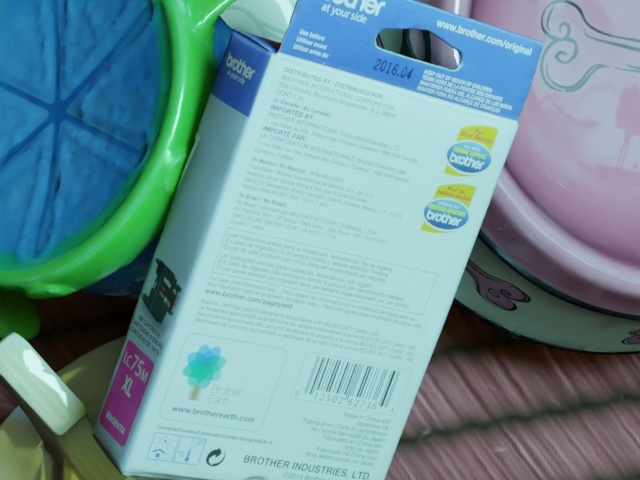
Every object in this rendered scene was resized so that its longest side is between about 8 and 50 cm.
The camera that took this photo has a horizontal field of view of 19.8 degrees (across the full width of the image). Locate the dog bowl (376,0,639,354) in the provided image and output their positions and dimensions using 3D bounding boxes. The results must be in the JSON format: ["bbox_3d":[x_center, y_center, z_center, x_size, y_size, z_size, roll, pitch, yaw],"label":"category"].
[{"bbox_3d":[0.223,-0.124,1.252,0.408,0.150,0.408,1,87,-14],"label":"dog bowl"}]

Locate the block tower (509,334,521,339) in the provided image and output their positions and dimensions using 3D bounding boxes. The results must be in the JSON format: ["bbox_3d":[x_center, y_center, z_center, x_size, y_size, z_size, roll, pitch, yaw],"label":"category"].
[{"bbox_3d":[0.208,-0.090,1.388,0.091,0.097,0.335,7,82,-15],"label":"block tower"}]

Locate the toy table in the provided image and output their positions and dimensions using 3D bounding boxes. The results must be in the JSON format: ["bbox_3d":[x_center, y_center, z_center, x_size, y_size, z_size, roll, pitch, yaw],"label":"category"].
[{"bbox_3d":[-0.132,0.163,1.220,0.252,0.161,0.274,37,75,-8],"label":"toy table"}]

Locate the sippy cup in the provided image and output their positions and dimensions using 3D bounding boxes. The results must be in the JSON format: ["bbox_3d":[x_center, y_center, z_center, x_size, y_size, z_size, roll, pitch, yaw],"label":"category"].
[{"bbox_3d":[-0.110,-0.057,1.207,0.224,0.305,0.240,22,68,-51],"label":"sippy cup"}]

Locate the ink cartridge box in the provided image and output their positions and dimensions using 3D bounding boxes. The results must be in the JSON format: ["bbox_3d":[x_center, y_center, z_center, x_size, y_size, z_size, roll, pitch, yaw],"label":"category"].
[{"bbox_3d":[0.000,0.000,1.089,0.186,0.065,0.311,12,106,-34],"label":"ink cartridge box"}]

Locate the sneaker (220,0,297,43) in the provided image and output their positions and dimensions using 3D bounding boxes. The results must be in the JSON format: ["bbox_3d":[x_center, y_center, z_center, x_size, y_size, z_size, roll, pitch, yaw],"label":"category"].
[{"bbox_3d":[0.028,-0.130,1.346,0.292,0.110,0.118,32,89,-7],"label":"sneaker"}]
